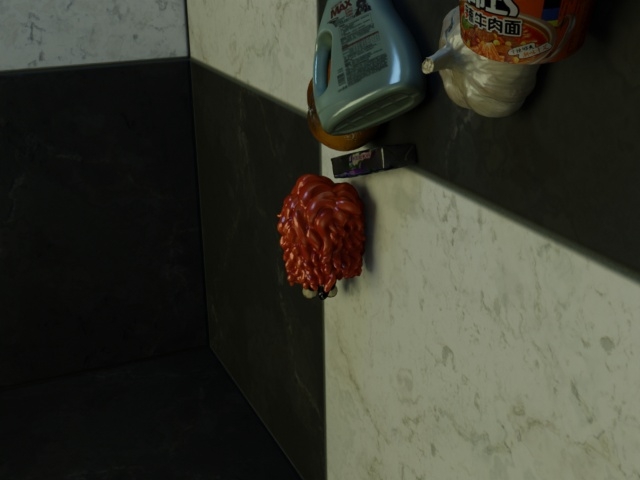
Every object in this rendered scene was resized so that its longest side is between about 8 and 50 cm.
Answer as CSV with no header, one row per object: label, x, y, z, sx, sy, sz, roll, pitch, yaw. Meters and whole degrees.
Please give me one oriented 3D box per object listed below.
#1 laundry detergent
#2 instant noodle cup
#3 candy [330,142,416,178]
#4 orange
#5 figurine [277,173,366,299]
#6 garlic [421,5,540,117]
laundry detergent,0.082,-0.450,1.935,0.264,0.125,0.397,-23,65,31
instant noodle cup,0.319,-0.398,1.328,0.250,0.251,0.192,-125,24,-47
candy,0.120,-0.190,2.083,0.312,0.088,0.061,178,82,-68
orange,0.050,-0.327,2.090,0.224,0.170,0.223,170,90,-66
figurine,0.001,-0.003,2.332,0.412,0.241,0.306,98,-178,-79
garlic,0.259,-0.321,1.525,0.219,0.212,0.218,30,125,55
